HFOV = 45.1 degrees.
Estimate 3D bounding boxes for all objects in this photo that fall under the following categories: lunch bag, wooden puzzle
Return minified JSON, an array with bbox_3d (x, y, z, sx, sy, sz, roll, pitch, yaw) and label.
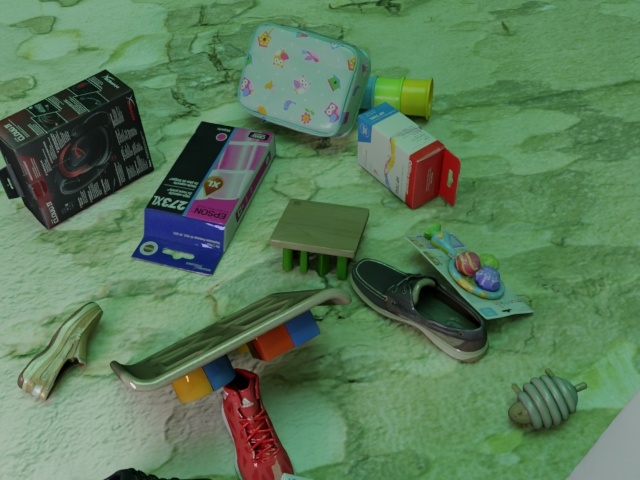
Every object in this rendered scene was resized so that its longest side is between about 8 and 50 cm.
[{"bbox_3d":[-0.041,-0.347,1.699,0.279,0.223,0.108,22,17,23],"label":"lunch bag"},{"bbox_3d":[-0.146,0.168,1.222,0.348,0.322,0.080,-22,92,-19],"label":"wooden puzzle"}]

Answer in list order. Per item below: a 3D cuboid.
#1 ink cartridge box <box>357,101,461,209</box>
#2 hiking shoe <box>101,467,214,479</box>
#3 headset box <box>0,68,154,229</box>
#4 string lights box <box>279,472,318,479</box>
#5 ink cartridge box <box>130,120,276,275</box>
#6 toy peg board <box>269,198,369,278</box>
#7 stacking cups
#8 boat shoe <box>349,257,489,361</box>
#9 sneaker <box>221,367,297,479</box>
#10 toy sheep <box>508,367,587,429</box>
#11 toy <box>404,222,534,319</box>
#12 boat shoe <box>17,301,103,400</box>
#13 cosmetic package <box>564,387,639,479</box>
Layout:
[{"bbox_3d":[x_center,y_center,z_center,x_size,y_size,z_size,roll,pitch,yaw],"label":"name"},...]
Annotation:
[{"bbox_3d":[0.175,-0.162,1.568,0.078,0.134,0.231,-29,52,-23],"label":"ink cartridge box"},{"bbox_3d":[-0.255,0.378,1.111,0.227,0.114,0.086,-8,49,-5],"label":"hiking shoe"},{"bbox_3d":[-0.504,-0.177,1.556,0.293,0.218,0.110,-36,54,-26],"label":"headset box"},{"bbox_3d":[0.049,0.390,1.016,0.260,0.133,0.076,16,47,-13],"label":"string lights box"},{"bbox_3d":[-0.234,-0.097,1.580,0.176,0.069,0.370,12,52,13],"label":"ink cartridge box"},{"bbox_3d":[0.000,0.000,1.483,0.161,0.079,0.160,9,33,9],"label":"toy peg board"},{"bbox_3d":[0.095,-0.331,1.766,0.317,0.096,0.096,5,48,13],"label":"stacking cups"},{"bbox_3d":[0.174,0.102,1.356,0.285,0.092,0.103,35,56,28],"label":"boat shoe"},{"bbox_3d":[-0.105,0.291,1.173,0.087,0.128,0.221,-24,50,-17],"label":"sneaker"},{"bbox_3d":[0.358,0.252,1.220,0.132,0.091,0.091,-28,50,2],"label":"toy sheep"},{"bbox_3d":[0.275,0.043,1.398,0.137,0.056,0.237,-4,36,-39],"label":"toy"},{"bbox_3d":[-0.429,0.193,1.328,0.072,0.068,0.190,30,64,11],"label":"boat shoe"},{"bbox_3d":[0.556,0.359,0.903,0.394,0.327,0.329,-3,47,-17],"label":"cosmetic package"}]
